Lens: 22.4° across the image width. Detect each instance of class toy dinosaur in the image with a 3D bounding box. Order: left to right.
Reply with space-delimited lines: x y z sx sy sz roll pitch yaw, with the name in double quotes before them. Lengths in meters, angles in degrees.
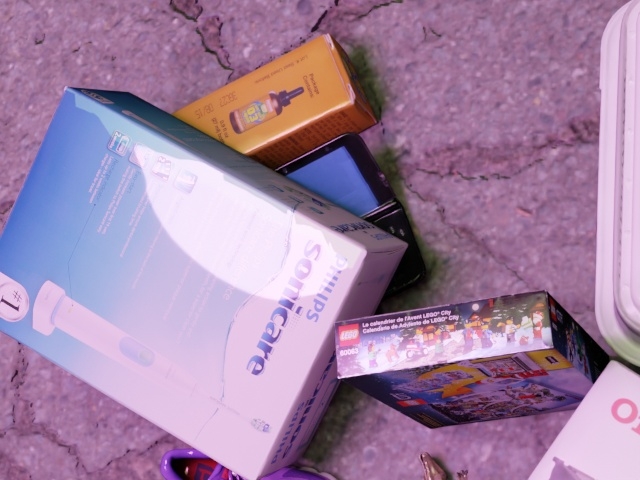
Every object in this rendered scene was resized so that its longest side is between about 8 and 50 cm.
"toy dinosaur" 0.102 0.250 1.280 0.053 0.092 0.183 12 61 -11

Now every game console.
"game console" 0.000 0.000 1.392 0.144 0.085 0.124 -27 54 12

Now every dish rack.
"dish rack" 0.358 -0.063 1.247 0.285 0.072 0.333 1 69 11

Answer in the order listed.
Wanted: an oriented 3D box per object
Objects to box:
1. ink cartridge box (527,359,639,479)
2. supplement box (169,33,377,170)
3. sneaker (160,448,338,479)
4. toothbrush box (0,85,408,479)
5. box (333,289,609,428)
"ink cartridge box" 0.230 0.278 1.196 0.226 0.131 0.306 33 89 27
"supplement box" -0.071 -0.094 1.458 0.233 0.080 0.078 -26 67 14
"sneaker" -0.061 0.213 1.362 0.170 0.071 0.068 8 77 23
"toothbrush box" -0.111 0.031 1.351 0.295 0.126 0.216 28 102 16
"box" 0.124 0.096 1.234 0.159 0.233 0.044 -9 72 18
